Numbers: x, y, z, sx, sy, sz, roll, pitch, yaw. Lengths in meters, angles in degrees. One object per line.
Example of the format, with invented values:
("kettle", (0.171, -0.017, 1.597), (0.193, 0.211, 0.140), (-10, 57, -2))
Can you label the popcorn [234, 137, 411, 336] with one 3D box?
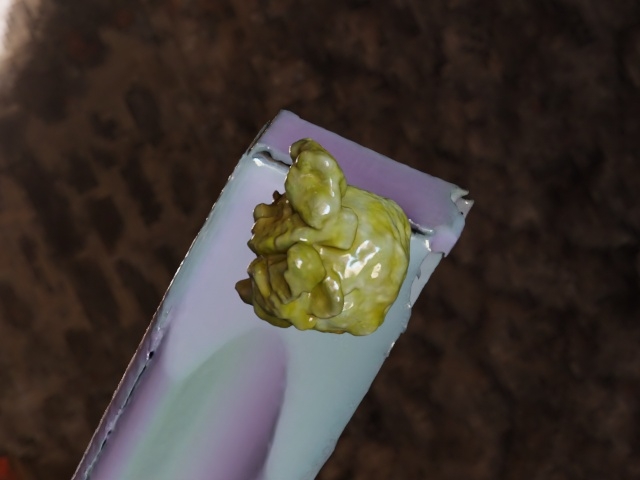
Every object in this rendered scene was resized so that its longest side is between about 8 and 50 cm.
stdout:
("popcorn", (0.001, -0.002, 0.692), (0.059, 0.068, 0.083), (25, -43, 49))

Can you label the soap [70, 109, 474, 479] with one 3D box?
("soap", (-0.055, 0.110, 1.339), (0.156, 0.261, 0.446), (30, -61, 1))
